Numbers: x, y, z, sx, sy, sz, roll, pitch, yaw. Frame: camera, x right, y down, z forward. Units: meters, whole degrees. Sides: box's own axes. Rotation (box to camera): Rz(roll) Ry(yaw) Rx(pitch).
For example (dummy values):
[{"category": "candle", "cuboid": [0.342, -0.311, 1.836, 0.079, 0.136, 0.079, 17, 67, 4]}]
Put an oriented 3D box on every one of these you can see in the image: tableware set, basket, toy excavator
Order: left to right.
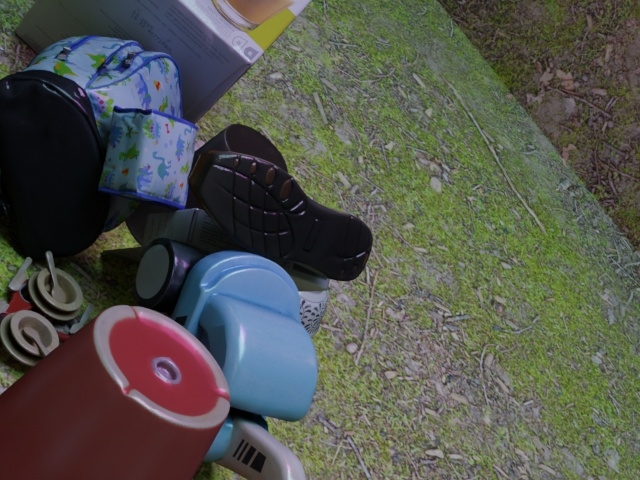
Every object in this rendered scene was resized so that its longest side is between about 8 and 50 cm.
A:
[{"category": "tableware set", "cuboid": [-0.378, 0.098, 1.831, 0.128, 0.039, 0.194, 39, 31, -14]}, {"category": "basket", "cuboid": [-0.172, -0.070, 2.146, 0.204, 0.227, 0.154, 32, 32, -22]}, {"category": "toy excavator", "cuboid": [-0.108, 0.240, 1.757, 0.222, 0.432, 0.445, 21, -2, -36]}]

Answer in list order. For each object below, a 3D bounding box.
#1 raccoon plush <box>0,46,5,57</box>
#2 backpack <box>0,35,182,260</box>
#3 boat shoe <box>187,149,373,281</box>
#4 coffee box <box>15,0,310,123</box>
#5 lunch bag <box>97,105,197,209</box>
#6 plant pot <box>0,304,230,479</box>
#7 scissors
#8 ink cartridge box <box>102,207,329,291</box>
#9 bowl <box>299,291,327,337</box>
[{"category": "raccoon plush", "cuboid": [-0.579, -0.120, 1.611, 0.299, 0.446, 0.216, 14, 5, -40]}, {"category": "backpack", "cuboid": [-0.348, -0.174, 2.021, 0.274, 0.290, 0.355, -6, 23, -2]}, {"category": "boat shoe", "cuboid": [-0.069, -0.032, 1.900, 0.324, 0.122, 0.120, 32, -7, -39]}, {"category": "coffee box", "cuboid": [-0.245, -0.414, 2.282, 0.338, 0.338, 0.334, 43, 48, -8]}, {"category": "lunch bag", "cuboid": [-0.235, -0.115, 1.891, 0.151, 0.096, 0.128, 13, 87, -56]}, {"category": "plant pot", "cuboid": [-0.254, 0.228, 1.603, 0.275, 0.243, 0.275, 34, 24, -18]}, {"category": "scissors", "cuboid": [-0.443, 0.106, 1.803, 0.297, 0.021, 0.109, -6, 60, -53]}, {"category": "ink cartridge box", "cuboid": [-0.158, 0.022, 2.050, 0.275, 0.239, 0.060, 20, 75, -38]}, {"category": "bowl", "cuboid": [-0.043, 0.078, 2.275, 0.170, 0.080, 0.170, 31, 34, -24]}]
